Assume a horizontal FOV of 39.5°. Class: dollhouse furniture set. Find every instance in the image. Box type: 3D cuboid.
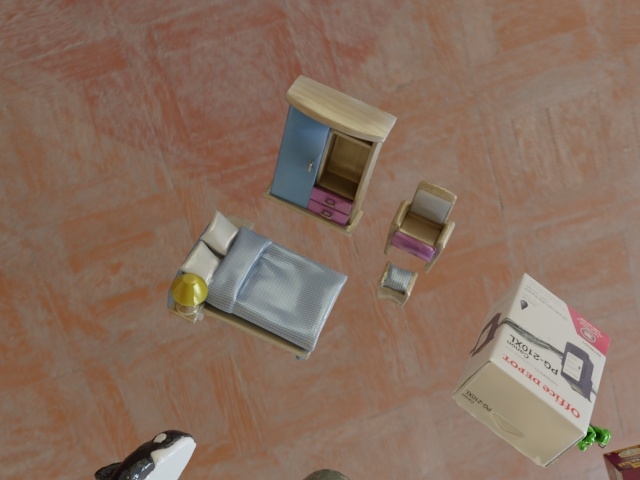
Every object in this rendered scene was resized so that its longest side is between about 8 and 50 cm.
[{"bbox_3d":[0.000,0.000,1.094,0.286,0.303,0.198,25,142,6],"label":"dollhouse furniture set"}]

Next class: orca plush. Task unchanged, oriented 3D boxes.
[{"bbox_3d":[-0.332,0.422,1.470,0.287,0.102,0.151,-59,150,-10],"label":"orca plush"}]

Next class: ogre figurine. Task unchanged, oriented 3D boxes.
[{"bbox_3d":[0.388,0.305,1.528,0.197,0.118,0.097,-6,102,-12],"label":"ogre figurine"}]

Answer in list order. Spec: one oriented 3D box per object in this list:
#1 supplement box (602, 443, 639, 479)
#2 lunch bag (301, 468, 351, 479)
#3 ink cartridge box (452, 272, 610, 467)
[{"bbox_3d":[0.346,0.254,0.967,0.055,0.083,0.043,-15,89,3],"label":"supplement box"},{"bbox_3d":[0.026,0.496,1.166,0.212,0.256,0.305,-42,94,18],"label":"lunch bag"},{"bbox_3d":[0.315,0.186,1.313,0.172,0.237,0.100,37,129,1],"label":"ink cartridge box"}]
